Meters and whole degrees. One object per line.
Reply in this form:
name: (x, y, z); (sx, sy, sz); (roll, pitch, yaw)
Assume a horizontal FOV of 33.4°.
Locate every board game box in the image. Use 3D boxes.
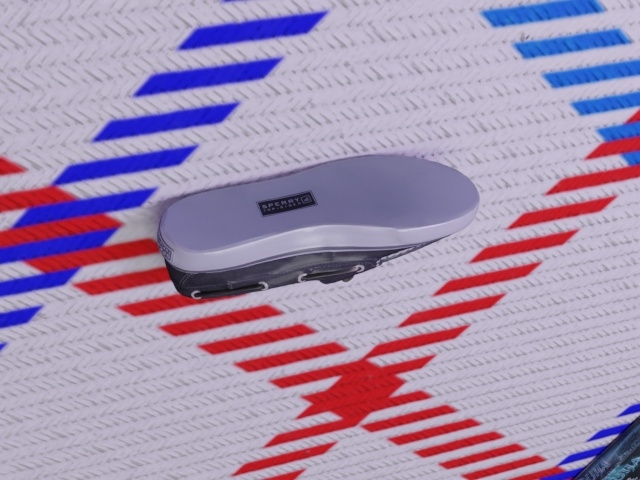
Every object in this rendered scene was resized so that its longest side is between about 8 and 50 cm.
board game box: (0.373, 0.225, 1.156); (0.126, 0.026, 0.186); (23, 117, -37)

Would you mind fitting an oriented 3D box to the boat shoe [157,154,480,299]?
boat shoe: (0.000, 0.000, 0.761); (0.228, 0.080, 0.076); (-12, 139, -13)
